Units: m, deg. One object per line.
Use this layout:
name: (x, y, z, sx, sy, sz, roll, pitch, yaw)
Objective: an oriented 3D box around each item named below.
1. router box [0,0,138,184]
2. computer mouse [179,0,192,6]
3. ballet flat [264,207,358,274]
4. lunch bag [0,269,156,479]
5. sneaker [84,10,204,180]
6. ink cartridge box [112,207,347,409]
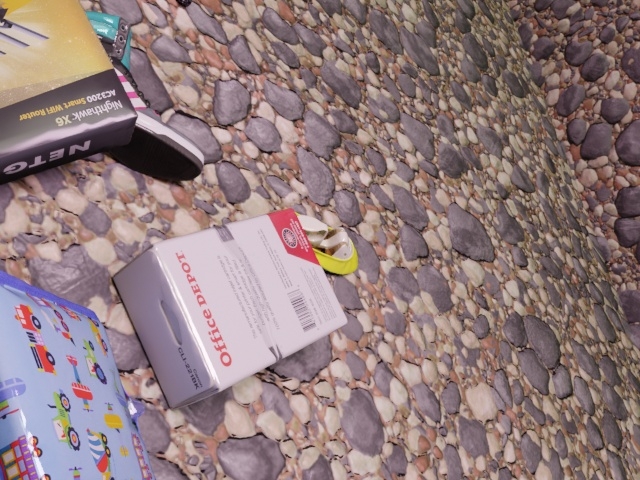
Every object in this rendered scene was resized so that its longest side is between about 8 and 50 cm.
router box: (-0.400, -0.182, 0.718, 0.308, 0.081, 0.243, -26, 85, -30)
computer mouse: (-0.304, -0.479, 1.134, 0.193, 0.042, 0.106, 0, 69, -53)
ballet flat: (0.000, 0.000, 1.105, 0.230, 0.077, 0.077, 22, 50, -37)
lunch bag: (-0.255, 0.167, 0.636, 0.221, 0.138, 0.293, 63, 8, 18)
sneaker: (-0.284, -0.218, 0.921, 0.295, 0.123, 0.179, 29, 56, -30)
ink cartridge box: (-0.116, 0.084, 0.894, 0.272, 0.114, 0.197, -18, 79, -52)
